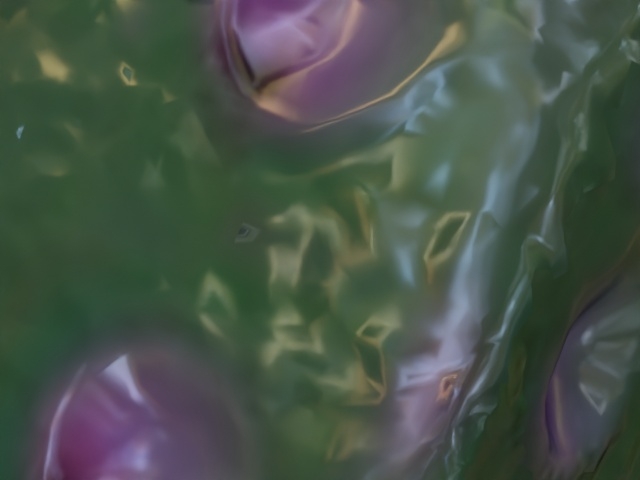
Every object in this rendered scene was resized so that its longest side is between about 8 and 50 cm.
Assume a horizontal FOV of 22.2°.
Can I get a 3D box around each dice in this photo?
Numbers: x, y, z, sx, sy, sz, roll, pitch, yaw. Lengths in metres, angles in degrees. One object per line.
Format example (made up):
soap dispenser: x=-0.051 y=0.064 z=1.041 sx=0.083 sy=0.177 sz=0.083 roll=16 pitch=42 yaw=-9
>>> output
dice: x=0.000 y=0.000 z=0.620 sx=0.318 sy=0.330 sz=0.322 roll=19 pitch=93 yaw=-61
